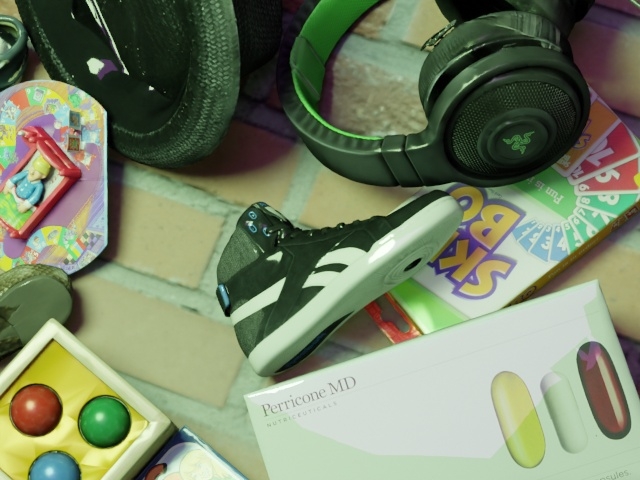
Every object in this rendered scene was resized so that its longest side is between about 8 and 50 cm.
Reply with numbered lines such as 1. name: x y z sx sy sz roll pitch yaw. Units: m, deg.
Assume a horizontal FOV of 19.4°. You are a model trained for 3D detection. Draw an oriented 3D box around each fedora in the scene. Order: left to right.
1. fedora: -0.128 -0.234 1.550 0.152 0.334 0.334 -25 65 -36

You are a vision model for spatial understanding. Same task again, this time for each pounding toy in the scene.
1. pounding toy: -0.249 0.165 1.478 0.181 0.094 0.206 40 82 8

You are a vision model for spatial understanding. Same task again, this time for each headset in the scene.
1. headset: 0.142 -0.177 1.473 0.394 0.185 0.243 -6 53 22

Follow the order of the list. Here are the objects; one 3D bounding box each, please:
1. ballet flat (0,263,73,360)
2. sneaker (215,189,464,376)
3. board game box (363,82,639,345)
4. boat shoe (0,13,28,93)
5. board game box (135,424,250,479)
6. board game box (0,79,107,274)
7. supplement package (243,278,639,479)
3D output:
1. ballet flat: -0.318 0.088 1.552 0.250 0.084 0.058 -30 30 1
2. sneaker: 0.000 0.000 1.489 0.217 0.079 0.121 -39 70 17
3. board game box: 0.145 -0.014 1.522 0.259 0.039 0.124 -39 69 -2
4. boat shoe: -0.371 -0.145 1.583 0.255 0.079 0.095 -7 71 -16
5. board game box: -0.121 0.264 1.471 0.136 0.035 0.201 38 81 18
6. board game box: -0.244 -0.051 1.566 0.133 0.033 0.168 0 89 22
7. supplement package: 0.097 0.140 1.373 0.262 0.204 0.145 -19 84 3
